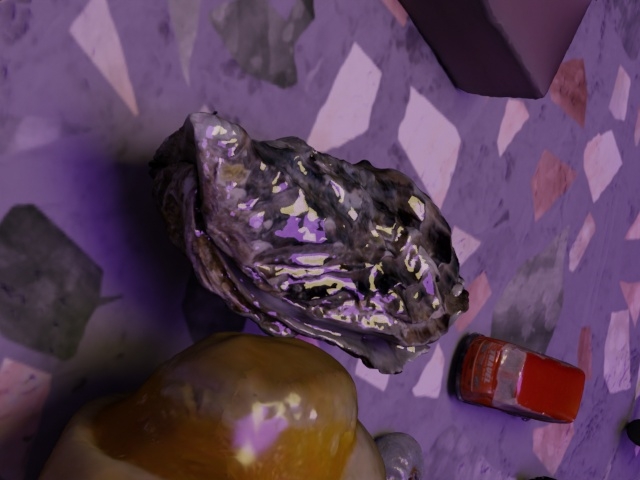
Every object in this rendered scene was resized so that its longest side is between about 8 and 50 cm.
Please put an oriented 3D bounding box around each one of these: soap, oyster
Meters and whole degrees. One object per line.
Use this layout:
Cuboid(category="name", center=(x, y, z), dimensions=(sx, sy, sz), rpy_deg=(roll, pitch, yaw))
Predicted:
Cuboid(category="soap", center=(0.167, -0.322, 1.064), dimensions=(0.285, 0.107, 0.296), rpy_deg=(50, 60, -45))
Cuboid(category="oyster", center=(-0.005, -0.003, 0.884), dimensions=(0.351, 0.162, 0.158), rpy_deg=(32, 84, -52))

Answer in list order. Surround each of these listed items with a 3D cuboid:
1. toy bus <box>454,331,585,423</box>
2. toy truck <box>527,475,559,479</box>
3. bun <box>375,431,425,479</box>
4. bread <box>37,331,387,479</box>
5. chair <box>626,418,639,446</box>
Cuboid(category="toy bus", center=(0.210, 0.147, 1.257), dimensions=(0.174, 0.077, 0.079), rpy_deg=(22, 81, -52))
Cuboid(category="toy truck", center=(0.272, 0.377, 1.352), dimensions=(0.113, 0.126, 0.208), rpy_deg=(26, 79, -51))
Cuboid(category="bun", center=(0.070, 0.219, 1.126), dimensions=(0.083, 0.045, 0.083), rpy_deg=(-24, 120, -50))
Cuboid(category="bread", center=(-0.088, 0.223, 0.805), dimensions=(0.300, 0.210, 0.341), rpy_deg=(-22, 115, -59))
Cuboid(category="chair", center=(0.476, 0.197, 1.593), dimensions=(0.221, 0.104, 0.095), rpy_deg=(-62, 156, -23))
